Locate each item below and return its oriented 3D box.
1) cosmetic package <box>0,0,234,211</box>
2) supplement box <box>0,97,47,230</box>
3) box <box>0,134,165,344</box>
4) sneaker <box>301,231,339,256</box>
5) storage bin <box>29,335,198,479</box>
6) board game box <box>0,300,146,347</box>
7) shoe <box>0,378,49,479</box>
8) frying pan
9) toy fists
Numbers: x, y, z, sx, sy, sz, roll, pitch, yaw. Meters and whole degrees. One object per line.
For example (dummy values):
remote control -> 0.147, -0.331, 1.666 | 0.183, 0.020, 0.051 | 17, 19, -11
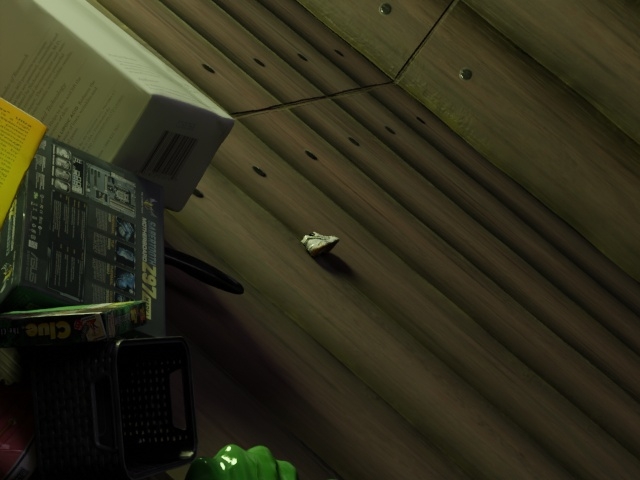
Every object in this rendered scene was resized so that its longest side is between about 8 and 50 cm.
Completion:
cosmetic package -> -0.326, -0.214, 1.773 | 0.385, 0.156, 0.217 | 38, 12, 24
supplement box -> -0.401, -0.019, 1.227 | 0.195, 0.194, 0.356 | 32, 20, -15
box -> -0.261, 0.005, 1.520 | 0.183, 0.059, 0.232 | 23, 42, -31
sneaker -> 0.000, 0.000, 2.104 | 0.037, 0.032, 0.083 | 43, 20, 15
storage bin -> -0.184, 0.152, 1.251 | 0.180, 0.084, 0.122 | 11, 73, -75
board game box -> -0.245, 0.078, 1.282 | 0.136, 0.030, 0.259 | -7, -1, 1
shoe -> -0.279, 0.148, 1.253 | 0.081, 0.063, 0.178 | 39, 23, -13
frying pan -> -0.258, -0.021, 1.685 | 0.326, 0.053, 0.197 | 21, 26, -43
toy fists -> -0.019, 0.291, 1.338 | 0.279, 0.096, 0.142 | 26, 35, -32
